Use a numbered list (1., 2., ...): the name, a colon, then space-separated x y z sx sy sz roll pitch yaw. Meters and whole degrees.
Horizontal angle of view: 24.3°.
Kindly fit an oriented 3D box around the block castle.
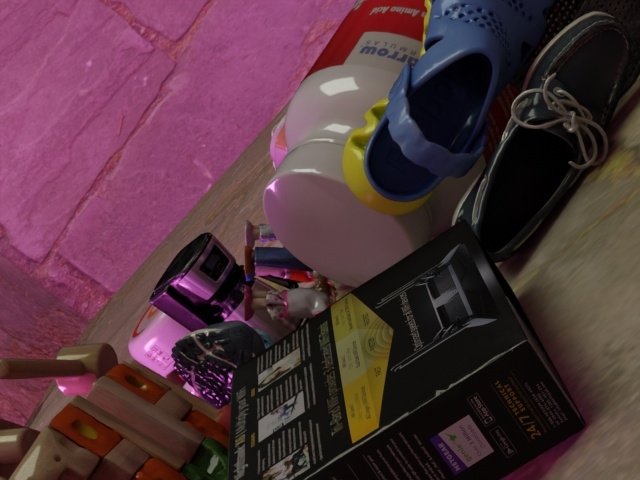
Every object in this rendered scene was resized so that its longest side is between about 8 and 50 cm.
1. block castle: -0.176 0.303 1.274 0.303 0.212 0.453 -61 -4 12

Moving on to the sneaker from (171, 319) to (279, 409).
1. sneaker: -0.100 0.138 1.734 0.122 0.110 0.283 -47 -8 -24

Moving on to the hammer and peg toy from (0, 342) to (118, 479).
1. hammer and peg toy: -0.326 0.277 1.621 0.127 0.266 0.361 -7 71 22

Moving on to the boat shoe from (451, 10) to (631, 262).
1. boat shoe: 0.204 -0.092 1.334 0.254 0.095 0.079 -53 9 0

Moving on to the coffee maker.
1. coffee maker: -0.128 0.093 1.924 0.171 0.178 0.120 -45 11 33

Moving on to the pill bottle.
1. pill bottle: 0.104 -0.153 1.605 0.229 0.229 0.408 -37 18 55

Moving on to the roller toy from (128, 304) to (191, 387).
1. roller toy: -0.182 0.119 2.167 0.191 0.146 0.209 -53 11 -1

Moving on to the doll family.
1. doll family: -0.007 0.015 1.748 0.263 0.163 0.118 -99 9 -75

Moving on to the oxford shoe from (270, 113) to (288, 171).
1. oxford shoe: -0.012 -0.139 2.262 0.169 0.130 0.449 -51 0 -3

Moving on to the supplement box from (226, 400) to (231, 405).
1. supplement box: -0.131 0.275 1.617 0.239 0.073 0.130 -47 11 29

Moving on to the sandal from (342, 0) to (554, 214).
1. sandal: 0.138 -0.166 1.373 0.317 0.126 0.138 -66 12 -3

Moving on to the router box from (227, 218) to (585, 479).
1. router box: 0.050 0.117 1.131 0.243 0.081 0.309 -33 15 7

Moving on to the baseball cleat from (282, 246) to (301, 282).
1. baseball cleat: 0.000 0.000 2.034 0.206 0.072 0.109 -48 -1 -35

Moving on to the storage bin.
1. storage bin: 0.274 -0.213 1.471 0.180 0.084 0.122 -58 12 -26
